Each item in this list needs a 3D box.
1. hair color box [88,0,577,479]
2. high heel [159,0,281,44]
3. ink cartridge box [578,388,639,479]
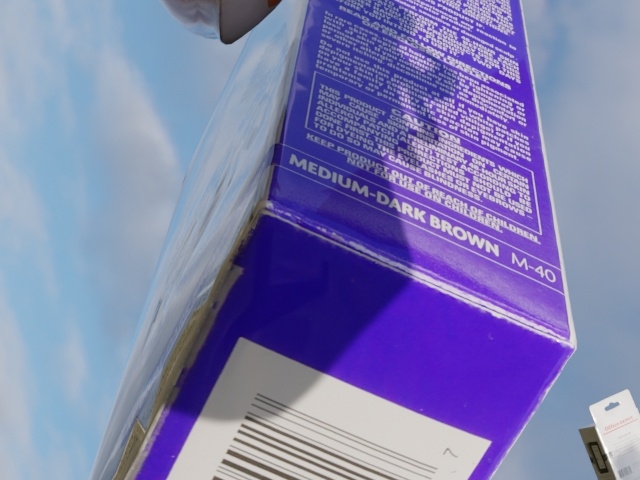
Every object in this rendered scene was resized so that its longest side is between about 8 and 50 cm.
[{"bbox_3d":[0.000,0.000,0.597,0.339,0.110,0.185,-80,-164,-62],"label":"hair color box"},{"bbox_3d":[-0.051,-0.199,0.340,0.181,0.127,0.377,30,-32,10],"label":"high heel"},{"bbox_3d":[0.254,0.175,1.299,0.028,0.048,0.083,-26,-97,62],"label":"ink cartridge box"}]
